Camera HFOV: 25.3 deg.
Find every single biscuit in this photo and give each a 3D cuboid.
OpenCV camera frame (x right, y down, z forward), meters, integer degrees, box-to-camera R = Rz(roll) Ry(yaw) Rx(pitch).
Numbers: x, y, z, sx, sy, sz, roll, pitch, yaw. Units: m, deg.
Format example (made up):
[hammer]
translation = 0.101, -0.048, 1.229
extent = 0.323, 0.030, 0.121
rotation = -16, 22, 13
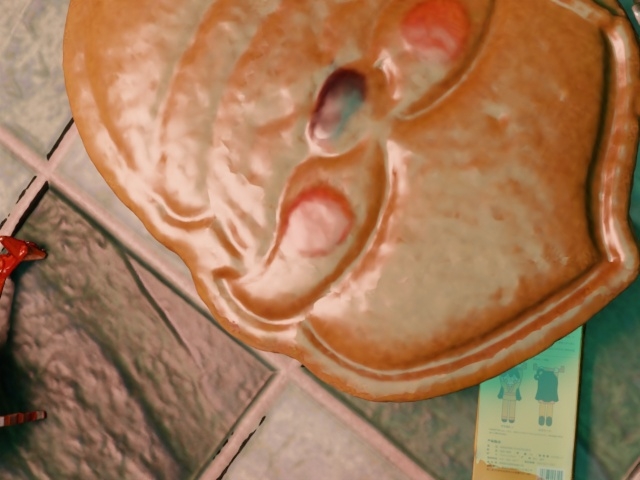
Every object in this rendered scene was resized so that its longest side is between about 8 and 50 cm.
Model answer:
[biscuit]
translation = 0.022, -0.089, 1.005
extent = 0.455, 0.078, 0.349
rotation = 34, 94, 11

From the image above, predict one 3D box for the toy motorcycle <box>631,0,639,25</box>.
[toy motorcycle]
translation = 0.277, -0.251, 0.935
extent = 0.205, 0.127, 0.275
rotation = -24, 92, 15

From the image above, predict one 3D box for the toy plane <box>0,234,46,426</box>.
[toy plane]
translation = -0.275, 0.093, 1.095
extent = 0.077, 0.126, 0.194
rotation = 4, 94, 42

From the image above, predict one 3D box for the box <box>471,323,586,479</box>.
[box]
translation = 0.150, 0.106, 1.022
extent = 0.073, 0.020, 0.149
rotation = 5, 93, 15
